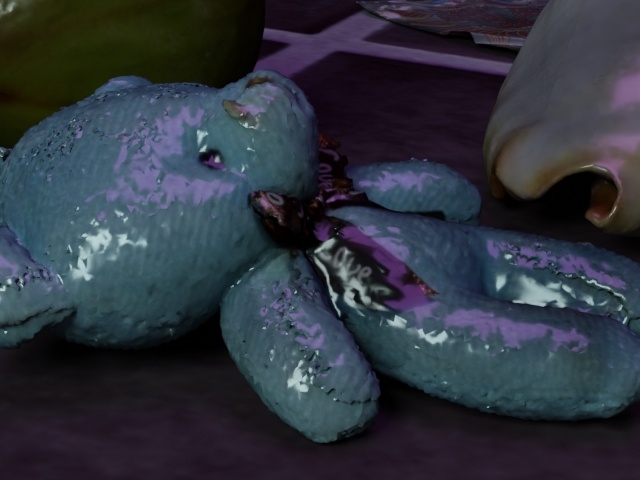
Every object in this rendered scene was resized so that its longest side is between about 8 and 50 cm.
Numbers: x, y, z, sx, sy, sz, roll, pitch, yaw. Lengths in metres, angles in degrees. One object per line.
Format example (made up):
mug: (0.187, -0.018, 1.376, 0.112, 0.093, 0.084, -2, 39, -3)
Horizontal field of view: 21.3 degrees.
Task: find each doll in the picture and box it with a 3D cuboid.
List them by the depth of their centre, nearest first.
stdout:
doll: (-0.001, -0.004, 0.438, 0.179, 0.075, 0.120, 8, 29, 13)

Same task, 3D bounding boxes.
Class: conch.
conch: (0.111, -0.042, 0.600, 0.104, 0.094, 0.176, 22, 50, 11)

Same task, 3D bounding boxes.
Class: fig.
fig: (-0.114, -0.048, 0.520, 0.124, 0.124, 0.236, 16, 38, 31)

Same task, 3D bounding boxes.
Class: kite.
kite: (0.110, -0.096, 0.816, 0.127, 0.016, 0.229, -7, 19, -19)
